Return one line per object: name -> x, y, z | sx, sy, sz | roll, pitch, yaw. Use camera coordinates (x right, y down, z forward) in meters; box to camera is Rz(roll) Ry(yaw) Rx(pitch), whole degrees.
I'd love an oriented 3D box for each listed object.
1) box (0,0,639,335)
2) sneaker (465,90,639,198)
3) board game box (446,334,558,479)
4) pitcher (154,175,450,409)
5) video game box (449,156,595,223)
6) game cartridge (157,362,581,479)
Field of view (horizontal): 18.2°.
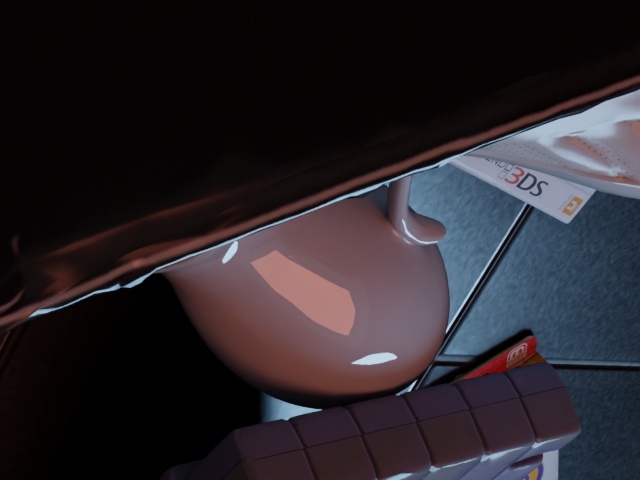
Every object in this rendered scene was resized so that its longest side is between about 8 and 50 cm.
box -> -0.084, -0.107, 0.585 | 0.293, 0.395, 0.212 | -21, 98, -26
sneaker -> 0.131, -0.087, 0.843 | 0.292, 0.108, 0.169 | 0, 168, -12
board game box -> 0.109, 0.178, 1.386 | 0.124, 0.039, 0.259 | -29, 139, -18
pitcher -> 0.000, 0.000, 1.005 | 0.178, 0.125, 0.207 | -22, 146, 26
video game box -> 0.144, -0.118, 1.103 | 0.205, 0.048, 0.187 | -52, 145, 13
game cartridge -> -0.038, 0.184, 1.144 | 0.230, 0.068, 0.355 | -3, 151, -36
